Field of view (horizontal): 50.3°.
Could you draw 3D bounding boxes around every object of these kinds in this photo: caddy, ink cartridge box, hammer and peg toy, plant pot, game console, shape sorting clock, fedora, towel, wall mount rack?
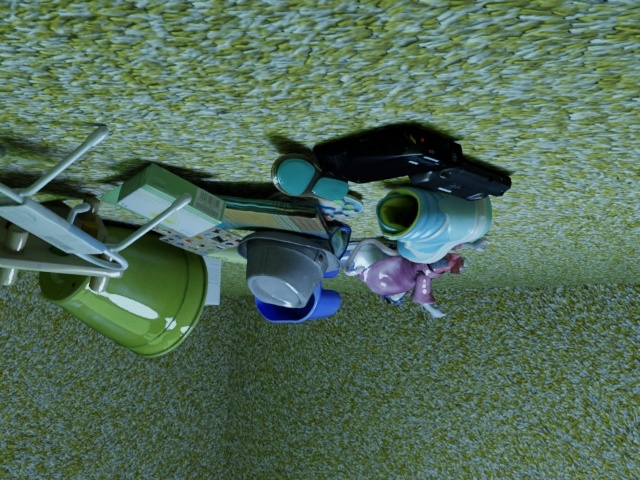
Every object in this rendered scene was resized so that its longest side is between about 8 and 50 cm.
[{"bbox_3d":[-0.090,0.147,2.242,0.179,0.241,0.341,2,173,-43],"label":"caddy"},{"bbox_3d":[-0.320,-0.061,1.343,0.171,0.056,0.235,28,148,-33],"label":"ink cartridge box"},{"bbox_3d":[-0.604,-0.020,1.390,0.361,0.127,0.266,9,-155,-36],"label":"hammer and peg toy"},{"bbox_3d":[-0.572,0.112,1.915,0.367,0.366,0.353,-4,158,34],"label":"plant pot"},{"bbox_3d":[0.177,-0.116,1.146,0.361,0.044,0.213,11,169,-43],"label":"game console"},{"bbox_3d":[-0.011,-0.074,1.454,0.206,0.040,0.206,2,171,0],"label":"shape sorting clock"},{"bbox_3d":[-0.082,0.082,1.603,0.244,0.124,0.275,2,157,18],"label":"fedora"},{"bbox_3d":[-0.170,-0.057,1.481,0.370,0.040,0.271,7,172,8],"label":"towel"},{"bbox_3d":[-0.414,-0.071,1.160,0.304,0.130,0.350,1,154,33],"label":"wall mount rack"}]

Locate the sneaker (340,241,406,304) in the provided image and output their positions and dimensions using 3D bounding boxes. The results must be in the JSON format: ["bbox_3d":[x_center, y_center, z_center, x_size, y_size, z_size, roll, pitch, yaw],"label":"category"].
[{"bbox_3d":[0.186,0.104,2.078,0.316,0.182,0.127,3,169,-10],"label":"sneaker"}]

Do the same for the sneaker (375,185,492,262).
[{"bbox_3d":[0.184,-0.035,1.406,0.208,0.127,0.319,3,162,-19],"label":"sneaker"}]

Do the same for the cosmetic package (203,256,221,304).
[{"bbox_3d":[-0.454,0.133,2.396,0.151,0.183,0.151,-6,167,43],"label":"cosmetic package"}]

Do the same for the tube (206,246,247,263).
[{"bbox_3d":[-0.310,0.042,2.208,0.240,0.062,0.070,5,131,11],"label":"tube"}]

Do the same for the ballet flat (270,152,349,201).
[{"bbox_3d":[-0.031,-0.110,1.150,0.067,0.073,0.206,40,-168,32],"label":"ballet flat"}]

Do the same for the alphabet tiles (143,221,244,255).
[{"bbox_3d":[-0.340,-0.015,1.818,0.198,0.009,0.237,-15,151,39],"label":"alphabet tiles"}]

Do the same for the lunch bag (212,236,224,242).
[{"bbox_3d":[-0.323,-0.004,1.930,0.083,0.053,0.071,17,164,-23],"label":"lunch bag"}]

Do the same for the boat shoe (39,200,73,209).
[{"bbox_3d":[-0.621,-0.069,1.616,0.135,0.050,0.045,8,179,36],"label":"boat shoe"}]

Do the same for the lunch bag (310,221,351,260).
[{"bbox_3d":[0.000,0.000,1.757,0.129,0.096,0.151,-1,-161,23],"label":"lunch bag"}]

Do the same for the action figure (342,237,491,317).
[{"bbox_3d":[0.273,0.047,1.857,0.276,0.248,0.370,32,164,-12],"label":"action figure"}]
